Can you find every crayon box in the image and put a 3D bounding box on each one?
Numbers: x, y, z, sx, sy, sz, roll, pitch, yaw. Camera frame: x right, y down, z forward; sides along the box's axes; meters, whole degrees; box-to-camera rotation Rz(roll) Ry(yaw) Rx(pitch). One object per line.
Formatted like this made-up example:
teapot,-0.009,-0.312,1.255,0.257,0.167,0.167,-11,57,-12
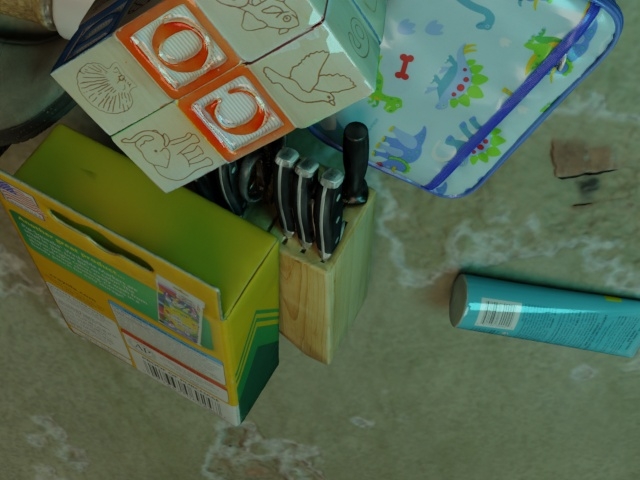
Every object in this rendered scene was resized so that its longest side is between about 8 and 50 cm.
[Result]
crayon box,-0.139,0.032,0.748,0.203,0.083,0.323,28,155,11

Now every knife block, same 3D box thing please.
knife block,0.000,0.000,0.736,0.275,0.088,0.242,45,154,-28

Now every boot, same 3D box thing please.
boot,-0.281,-0.153,0.715,0.246,0.083,0.161,-28,117,27

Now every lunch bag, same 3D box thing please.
lunch bag,0.101,-0.141,0.665,0.176,0.090,0.219,26,131,-19

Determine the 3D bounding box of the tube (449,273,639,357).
tube,0.232,0.075,0.873,0.207,0.052,0.080,10,138,-9

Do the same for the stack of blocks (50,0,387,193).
stack of blocks,-0.017,-0.178,0.503,0.171,0.297,0.087,-23,125,27

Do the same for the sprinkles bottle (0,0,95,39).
sprinkles bottle,-0.291,-0.234,0.609,0.355,0.121,0.121,15,132,-6
